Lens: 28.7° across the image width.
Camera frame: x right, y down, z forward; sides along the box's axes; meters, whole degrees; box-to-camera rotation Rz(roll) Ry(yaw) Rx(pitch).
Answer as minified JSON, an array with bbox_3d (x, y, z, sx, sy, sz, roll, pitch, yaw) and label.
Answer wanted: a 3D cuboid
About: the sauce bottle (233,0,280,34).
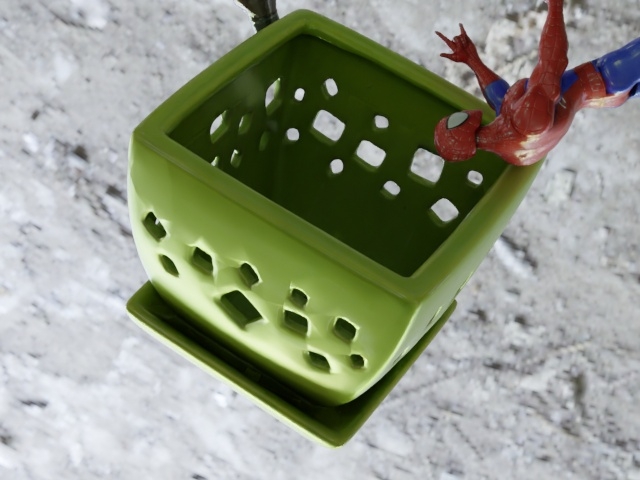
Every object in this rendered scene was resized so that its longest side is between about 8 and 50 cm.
[{"bbox_3d":[-0.057,-0.216,0.996,0.042,0.042,0.128,-3,126,27],"label":"sauce bottle"}]

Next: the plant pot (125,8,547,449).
[{"bbox_3d":[0.000,0.000,0.912,0.228,0.227,0.207,31,133,14],"label":"plant pot"}]

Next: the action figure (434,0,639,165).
[{"bbox_3d":[0.191,-0.143,0.856,0.091,0.280,0.139,88,156,-71],"label":"action figure"}]
